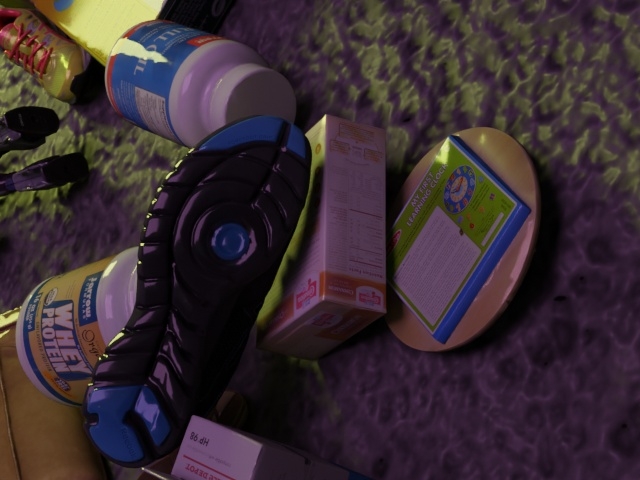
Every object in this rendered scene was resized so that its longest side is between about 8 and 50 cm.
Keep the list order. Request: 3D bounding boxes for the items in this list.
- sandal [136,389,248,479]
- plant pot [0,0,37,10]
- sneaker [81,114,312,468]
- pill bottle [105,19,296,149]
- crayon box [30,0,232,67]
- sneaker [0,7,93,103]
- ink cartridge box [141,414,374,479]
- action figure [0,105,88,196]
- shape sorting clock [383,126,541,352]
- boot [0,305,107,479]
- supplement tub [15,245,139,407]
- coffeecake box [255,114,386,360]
[{"bbox_3d":[-0.125,0.229,1.509,0.072,0.049,0.180,30,79,44],"label":"sandal"},{"bbox_3d":[-0.429,-0.431,2.013,0.207,0.228,0.227,38,100,41],"label":"plant pot"},{"bbox_3d":[-0.109,0.042,1.413,0.125,0.139,0.341,28,91,11],"label":"sneaker"},{"bbox_3d":[-0.124,-0.158,1.630,0.221,0.124,0.124,23,89,48],"label":"pill bottle"},{"bbox_3d":[-0.225,-0.317,1.844,0.202,0.081,0.318,-58,42,8],"label":"crayon box"},{"bbox_3d":[-0.355,-0.235,1.925,0.208,0.094,0.081,43,113,49],"label":"sneaker"},{"bbox_3d":[-0.053,0.203,1.337,0.104,0.180,0.060,15,83,48],"label":"ink cartridge box"},{"bbox_3d":[-0.420,-0.083,1.898,0.285,0.099,0.185,-19,96,41],"label":"action figure"},{"bbox_3d":[0.120,-0.001,1.359,0.206,0.040,0.206,-24,58,45],"label":"shape sorting clock"},{"bbox_3d":[-0.366,0.216,1.692,0.236,0.089,0.269,-29,50,8],"label":"boot"},{"bbox_3d":[-0.201,0.086,1.576,0.199,0.144,0.144,-19,59,40],"label":"supplement tub"},{"bbox_3d":[0.000,0.000,1.435,0.142,0.068,0.185,-38,45,54],"label":"coffeecake box"}]
